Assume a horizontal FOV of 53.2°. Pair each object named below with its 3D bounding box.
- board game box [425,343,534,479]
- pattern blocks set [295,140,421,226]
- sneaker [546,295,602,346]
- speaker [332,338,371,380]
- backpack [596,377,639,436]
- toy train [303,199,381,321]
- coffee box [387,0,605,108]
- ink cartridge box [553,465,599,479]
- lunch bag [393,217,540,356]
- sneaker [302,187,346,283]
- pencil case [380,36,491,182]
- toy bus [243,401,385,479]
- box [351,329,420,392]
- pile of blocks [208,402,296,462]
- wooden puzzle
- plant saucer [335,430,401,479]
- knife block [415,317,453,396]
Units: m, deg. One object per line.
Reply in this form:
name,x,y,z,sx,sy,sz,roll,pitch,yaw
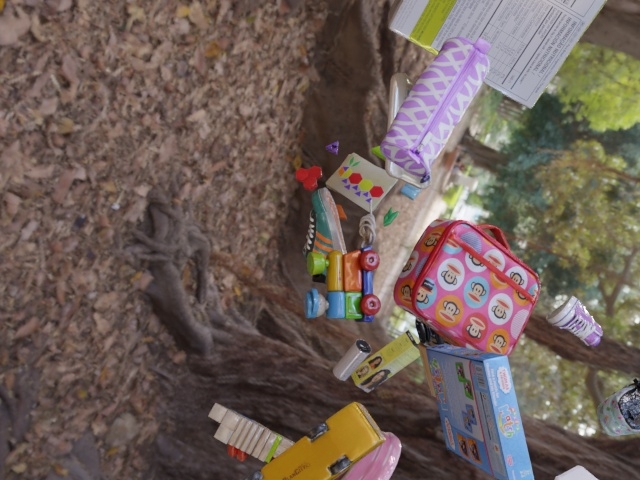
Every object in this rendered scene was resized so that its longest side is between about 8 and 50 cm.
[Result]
board game box,0.213,0.232,0.891,0.211,0.039,0.160,156,-77,-78
pattern blocks set,0.117,-0.172,1.873,0.285,0.325,0.026,-41,155,-13
sneaker,0.804,0.258,1.979,0.102,0.161,0.282,-46,158,24
speaker,0.092,0.352,1.878,0.136,0.055,0.055,-55,176,32
backpack,0.911,0.509,1.886,0.181,0.152,0.115,-9,151,-37
toy train,0.037,0.039,1.281,0.105,0.143,0.248,157,-67,-72
coffee box,0.362,-0.524,1.301,0.338,0.334,0.338,-60,-173,25
ink cartridge box,0.602,0.703,1.482,0.114,0.198,0.273,-4,119,-39
lunch bag,0.320,0.089,1.345,0.258,0.293,0.120,-60,-158,-10
sneaker,0.000,0.000,1.760,0.108,0.120,0.302,-85,164,-59
pencil case,0.164,-0.191,0.915,0.206,0.086,0.088,-60,-177,-8
toy bus,-0.022,0.500,1.425,0.332,0.108,0.130,-37,159,1
box,0.209,0.375,1.974,0.232,0.058,0.087,-39,139,10
pile of blocks,-0.206,0.596,1.884,0.149,0.362,0.113,6,-117,57
wooden puzzle,0.211,-0.234,1.410,0.238,0.044,0.221,5,89,-62
plant saucer,0.070,0.623,1.673,0.332,0.084,0.332,-48,-179,1
knife block,0.313,0.299,1.682,0.242,0.088,0.276,12,97,-45
